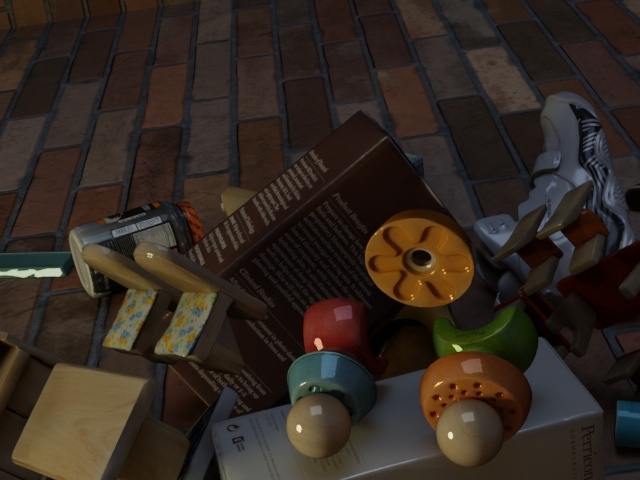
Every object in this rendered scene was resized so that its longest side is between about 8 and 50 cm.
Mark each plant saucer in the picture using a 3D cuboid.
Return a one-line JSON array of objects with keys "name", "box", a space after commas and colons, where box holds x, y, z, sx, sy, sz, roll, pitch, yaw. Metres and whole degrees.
[{"name": "plant saucer", "box": [-0.495, 0.039, 2.008, 0.192, 0.018, 0.067, -2, 27, 13]}]

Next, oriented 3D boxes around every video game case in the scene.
[{"name": "video game case", "box": [-0.162, 0.269, 1.332, 0.022, 0.173, 0.190, 35, 29, -7]}]

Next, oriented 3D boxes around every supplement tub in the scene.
[{"name": "supplement tub", "box": [-0.282, 0.009, 1.898, 0.190, 0.117, 0.117, -18, 29, -20]}]

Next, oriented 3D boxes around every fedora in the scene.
[{"name": "fedora", "box": [0.117, 0.160, 1.500, 0.079, 0.194, 0.194, 24, 9, -33]}]

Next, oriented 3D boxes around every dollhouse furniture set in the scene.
[{"name": "dollhouse furniture set", "box": [0.320, 0.074, 1.471, 0.259, 0.262, 0.135, -33, 13, 49]}, {"name": "dollhouse furniture set", "box": [-0.314, 0.169, 1.277, 0.394, 0.256, 0.362, -1, 61, 56]}]

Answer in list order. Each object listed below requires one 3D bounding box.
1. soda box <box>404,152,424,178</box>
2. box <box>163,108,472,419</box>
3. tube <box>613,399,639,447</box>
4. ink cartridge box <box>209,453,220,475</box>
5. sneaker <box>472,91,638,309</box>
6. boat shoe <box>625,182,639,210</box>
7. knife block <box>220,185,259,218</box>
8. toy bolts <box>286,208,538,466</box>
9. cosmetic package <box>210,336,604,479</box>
[{"name": "soda box", "box": [0.093, -0.087, 2.043, 0.183, 0.058, 0.063, -30, 35, -35]}, {"name": "box", "box": [-0.027, 0.036, 1.518, 0.381, 0.191, 0.143, -37, 25, 4]}, {"name": "tube", "box": [0.436, 0.215, 1.380, 0.207, 0.052, 0.080, 4, 32, 11]}, {"name": "ink cartridge box", "box": [-0.021, 0.223, 1.396, 0.206, 0.045, 0.208, -9, -10, -21]}, {"name": "sneaker", "box": [0.310, -0.052, 1.726, 0.210, 0.137, 0.366, -11, 56, 3]}, {"name": "boat shoe", "box": [0.549, -0.073, 1.892, 0.152, 0.056, 0.049, 7, 36, 28]}, {"name": "knife block", "box": [0.000, 0.000, 1.816, 0.242, 0.088, 0.276, -18, 42, -8]}, {"name": "toy bolts", "box": [0.061, 0.109, 1.120, 0.228, 0.218, 0.158, -15, 31, 25]}, {"name": "cosmetic package", "box": [0.090, 0.251, 1.239, 0.365, 0.197, 0.155, -14, 28, -8]}]
